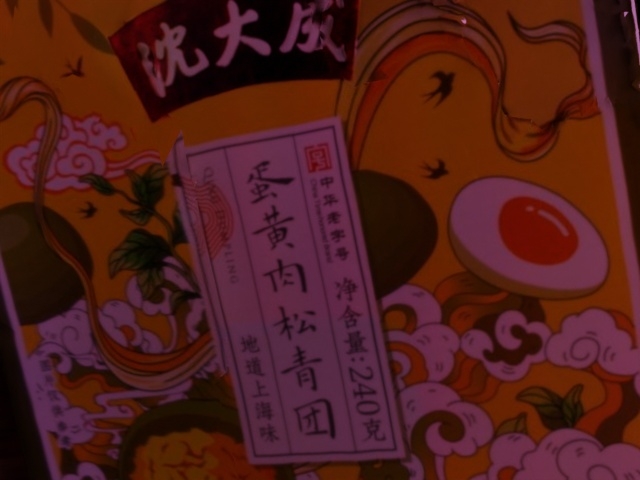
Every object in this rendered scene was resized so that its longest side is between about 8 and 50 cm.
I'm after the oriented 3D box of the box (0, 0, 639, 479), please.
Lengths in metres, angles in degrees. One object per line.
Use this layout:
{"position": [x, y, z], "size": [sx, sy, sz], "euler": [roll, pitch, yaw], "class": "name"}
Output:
{"position": [0.000, 0.000, 0.515], "size": [0.138, 0.373, 0.420], "euler": [-30, 112, -67], "class": "box"}
